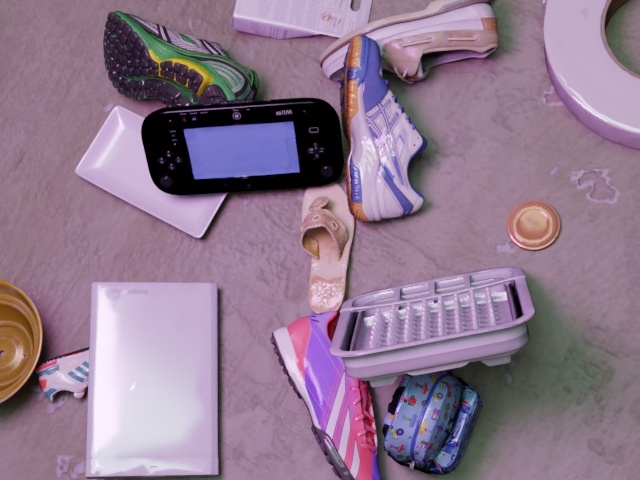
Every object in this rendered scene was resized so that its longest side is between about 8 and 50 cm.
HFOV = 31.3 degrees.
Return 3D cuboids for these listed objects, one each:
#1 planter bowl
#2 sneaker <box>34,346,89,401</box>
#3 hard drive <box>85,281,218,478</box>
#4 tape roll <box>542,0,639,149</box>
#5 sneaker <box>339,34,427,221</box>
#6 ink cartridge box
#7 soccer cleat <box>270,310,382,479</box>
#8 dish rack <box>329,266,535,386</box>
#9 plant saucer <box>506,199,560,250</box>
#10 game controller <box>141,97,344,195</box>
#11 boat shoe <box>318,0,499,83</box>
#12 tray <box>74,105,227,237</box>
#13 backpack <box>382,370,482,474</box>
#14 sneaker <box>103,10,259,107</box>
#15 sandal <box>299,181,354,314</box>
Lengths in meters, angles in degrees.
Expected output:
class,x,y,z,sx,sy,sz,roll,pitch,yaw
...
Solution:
class,x,y,z,sx,sy,sz,roll,pitch,yaw
planter bowl,-0.542,0.179,1.884,0.217,0.090,0.217,-4,72,11
sneaker,-0.382,0.215,1.866,0.161,0.057,0.075,-17,91,2
hard drive,-0.264,0.219,1.810,0.203,0.040,0.307,1,73,-8
tape roll,0.549,-0.331,1.821,0.392,0.072,0.392,-4,72,12
sneaker,0.103,-0.181,1.837,0.131,0.112,0.296,-4,95,-5
ink cartridge box,-0.026,-0.440,2.000,0.232,0.066,0.189,12,75,-6
soccer cleat,0.036,0.253,1.733,0.116,0.108,0.318,-27,67,-1
dish rack,0.166,0.126,1.652,0.286,0.333,0.072,-11,100,8
plant saucer,0.336,-0.025,1.801,0.083,0.013,0.083,-3,73,10
game controller,-0.124,-0.151,1.837,0.319,0.166,0.067,-4,48,4
boat shoe,0.144,-0.314,1.878,0.302,0.113,0.103,-19,84,17
tray,-0.275,-0.117,1.952,0.270,0.030,0.145,27,81,18
backpack,0.159,0.258,1.666,0.117,0.173,0.158,21,78,17
sneaker,-0.250,-0.297,1.968,0.343,0.134,0.146,35,39,29
sandal,0.006,-0.001,1.828,0.088,0.079,0.240,-5,72,11
